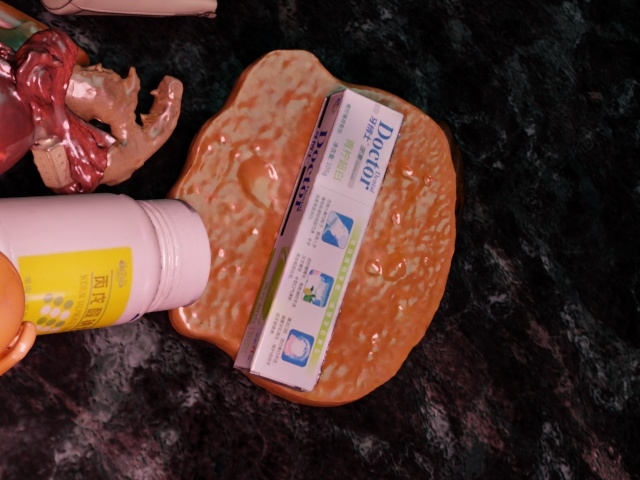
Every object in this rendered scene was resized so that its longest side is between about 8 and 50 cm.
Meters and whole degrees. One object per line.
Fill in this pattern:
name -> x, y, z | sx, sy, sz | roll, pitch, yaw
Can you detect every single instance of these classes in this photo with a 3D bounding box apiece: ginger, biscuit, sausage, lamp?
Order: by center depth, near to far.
lamp -> -0.343, -0.116, 1.330 | 0.215, 0.223, 0.151 | 79, 17, -47
ginger -> -0.280, -0.152, 1.455 | 0.259, 0.065, 0.149 | 21, 80, -30
sausage -> -0.322, -0.225, 1.488 | 0.131, 0.041, 0.039 | 31, 60, -25
biscuit -> -0.007, -0.009, 1.546 | 0.365, 0.062, 0.385 | 26, 78, -21

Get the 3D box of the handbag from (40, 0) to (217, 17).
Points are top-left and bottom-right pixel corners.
handbag -> -0.227, -0.382, 1.610 | 0.315, 0.109, 0.241 | -17, 80, -47

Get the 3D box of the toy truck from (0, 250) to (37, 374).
toy truck -> -0.365, 0.122, 1.136 | 0.189, 0.239, 0.265 | 32, 52, -23

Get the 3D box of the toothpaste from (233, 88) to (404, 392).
toothpaste -> 0.000, 0.000, 1.480 | 0.081, 0.067, 0.336 | 22, 80, -20

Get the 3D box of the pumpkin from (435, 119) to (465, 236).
pumpkin -> 0.117, -0.049, 1.696 | 0.312, 0.148, 0.169 | -19, 77, -40

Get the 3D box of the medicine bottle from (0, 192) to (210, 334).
medicine bottle -> -0.251, 0.022, 1.351 | 0.258, 0.143, 0.143 | -6, 73, -42
